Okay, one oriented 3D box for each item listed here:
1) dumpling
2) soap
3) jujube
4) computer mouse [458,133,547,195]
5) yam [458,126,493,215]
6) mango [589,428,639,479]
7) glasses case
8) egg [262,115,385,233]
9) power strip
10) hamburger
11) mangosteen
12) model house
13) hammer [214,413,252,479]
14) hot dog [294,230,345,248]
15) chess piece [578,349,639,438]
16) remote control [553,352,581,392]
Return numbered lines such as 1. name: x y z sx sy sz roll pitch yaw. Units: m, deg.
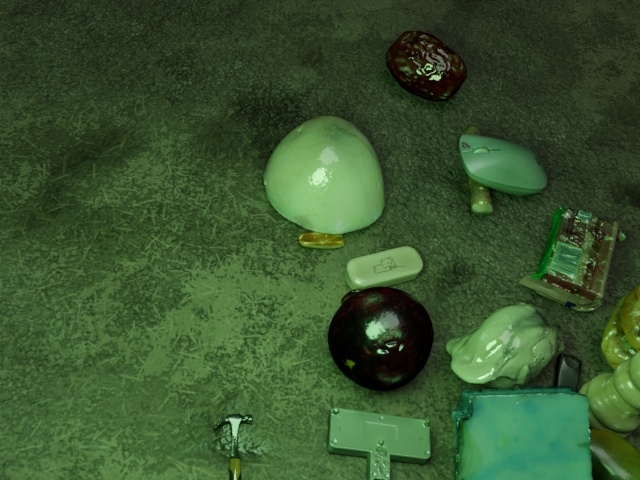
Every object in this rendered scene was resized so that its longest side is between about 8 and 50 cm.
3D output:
1. dumpling: 0.389 0.221 1.512 0.318 0.187 0.243 -5 12 -39
2. soap: 0.653 0.041 1.763 0.217 0.098 0.273 25 54 7
3. jujube: 0.313 -0.521 2.054 0.243 0.183 0.183 38 57 7
4. computer mouse: 0.506 -0.213 1.864 0.288 0.097 0.159 15 55 -30
5. yam: 0.434 -0.194 1.907 0.066 0.066 0.300 5 54 -8
6. mango: 0.629 0.474 1.463 0.122 0.085 0.191 -29 66 -23
7. glasses case: 0.155 0.070 1.675 0.196 0.050 0.083 -14 61 -20
8. egg: 0.017 -0.191 1.729 0.337 0.201 0.337 4 48 -4
9. power strip: 0.121 0.428 1.411 0.215 0.061 0.145 8 53 -5
10. hamburger: 0.824 0.245 1.611 0.318 0.158 0.319 10 47 -11
11. mangosteen: 0.125 0.201 1.498 0.228 0.228 0.265 1 14 -10
12. model house: 0.388 0.411 1.409 0.261 0.241 0.226 -1 87 1
13. hammer: -0.174 0.443 1.367 0.078 0.021 0.201 2 54 -10
14. hot dog: 0.000 0.000 1.705 0.133 0.041 0.056 -1 56 -21
15. chess piece: 0.677 0.319 1.474 0.142 0.261 0.143 7 54 -10
16. remote control: 0.560 0.351 1.570 0.059 0.028 0.212 20 54 4
